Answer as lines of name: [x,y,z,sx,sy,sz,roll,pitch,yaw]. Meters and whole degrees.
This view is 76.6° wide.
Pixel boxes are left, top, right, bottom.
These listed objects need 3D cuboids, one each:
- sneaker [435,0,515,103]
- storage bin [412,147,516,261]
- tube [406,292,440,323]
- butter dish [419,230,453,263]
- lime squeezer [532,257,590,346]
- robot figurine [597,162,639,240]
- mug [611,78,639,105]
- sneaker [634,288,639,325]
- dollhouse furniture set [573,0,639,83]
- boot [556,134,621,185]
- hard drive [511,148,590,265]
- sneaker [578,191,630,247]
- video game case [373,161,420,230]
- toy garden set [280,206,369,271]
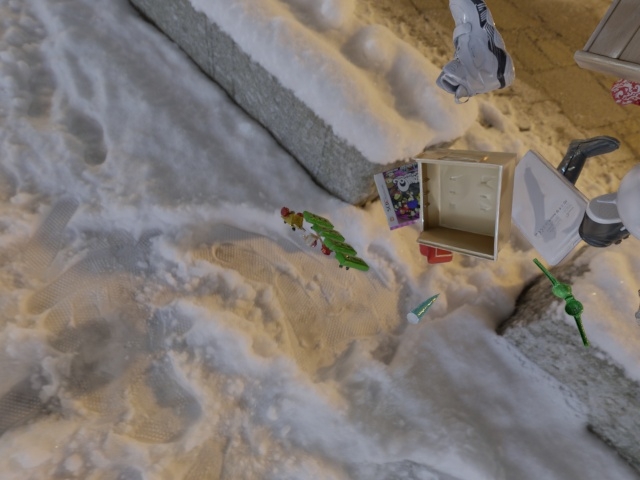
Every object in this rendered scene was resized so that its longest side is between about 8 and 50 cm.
sneaker: [0.472,-0.639,1.350,0.210,0.137,0.365,-27,88,4]
storage bin: [0.387,-0.110,1.126,0.261,0.262,0.123,15,35,40]
tube: [0.437,0.283,1.721,0.207,0.080,0.052,-29,86,-45]
butter dish: [0.438,0.004,1.586,0.160,0.118,0.159,-3,98,-36]
lime squeezer: [0.810,0.198,1.352,0.110,0.059,0.310,-10,67,-28]
robot figurine: [0.767,-0.095,0.792,0.300,0.354,0.199,47,54,-18]
mug: [1.057,-0.497,1.313,0.113,0.169,0.150,3,84,-15]
sneaker: [0.848,0.154,1.013,0.088,0.225,0.092,-18,61,10]
dollhouse furniture set: [0.354,-0.314,0.430,0.356,0.173,0.303,6,27,-44]
boot: [0.893,-0.253,1.394,0.076,0.190,0.208,38,82,-18]
hard drive: [0.700,-0.109,1.276,0.040,0.210,0.318,2,44,-21]
sneaker: [0.795,-0.060,1.012,0.296,0.146,0.104,-8,60,5]
video game case: [0.321,-0.165,1.392,0.232,0.042,0.210,-16,69,10]
toy garden set: [0.000,0.000,1.155,0.204,0.049,0.244,18,25,-44]
